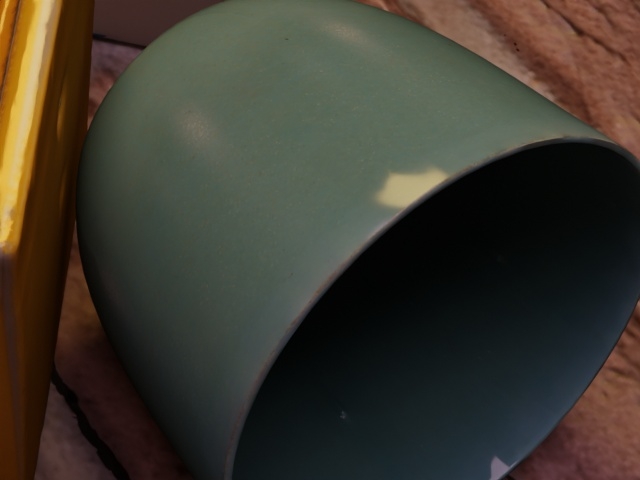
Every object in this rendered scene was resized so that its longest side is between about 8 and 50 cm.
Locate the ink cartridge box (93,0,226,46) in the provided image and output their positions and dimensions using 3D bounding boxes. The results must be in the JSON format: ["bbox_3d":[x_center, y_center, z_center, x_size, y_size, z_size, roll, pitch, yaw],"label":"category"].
[{"bbox_3d":[-0.119,-0.273,1.287,0.171,0.168,0.232,11,57,-3],"label":"ink cartridge box"}]

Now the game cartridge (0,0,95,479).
[{"bbox_3d":[-0.162,-0.031,1.039,0.053,0.323,0.285,8,57,-5],"label":"game cartridge"}]

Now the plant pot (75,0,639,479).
[{"bbox_3d":[0.000,0.000,1.085,0.293,0.293,0.235,-28,52,-24],"label":"plant pot"}]
